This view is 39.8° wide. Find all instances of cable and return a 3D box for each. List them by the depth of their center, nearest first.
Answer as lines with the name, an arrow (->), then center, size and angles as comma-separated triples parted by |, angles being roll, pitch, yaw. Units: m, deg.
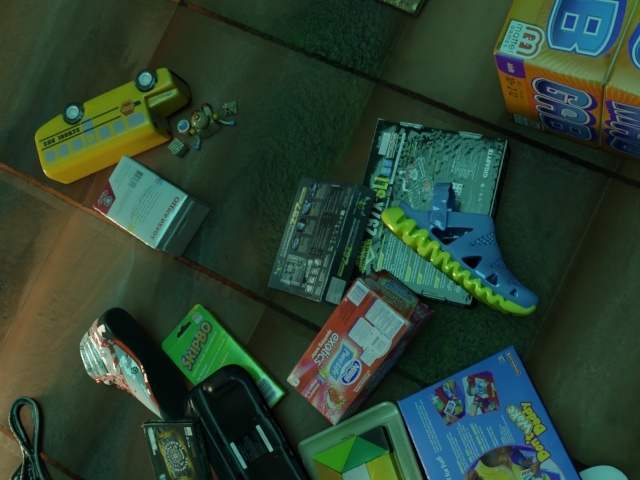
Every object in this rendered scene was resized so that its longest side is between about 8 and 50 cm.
cable -> -0.601, 0.468, 1.819 | 0.139, 0.072, 0.287 | 1, 80, 11

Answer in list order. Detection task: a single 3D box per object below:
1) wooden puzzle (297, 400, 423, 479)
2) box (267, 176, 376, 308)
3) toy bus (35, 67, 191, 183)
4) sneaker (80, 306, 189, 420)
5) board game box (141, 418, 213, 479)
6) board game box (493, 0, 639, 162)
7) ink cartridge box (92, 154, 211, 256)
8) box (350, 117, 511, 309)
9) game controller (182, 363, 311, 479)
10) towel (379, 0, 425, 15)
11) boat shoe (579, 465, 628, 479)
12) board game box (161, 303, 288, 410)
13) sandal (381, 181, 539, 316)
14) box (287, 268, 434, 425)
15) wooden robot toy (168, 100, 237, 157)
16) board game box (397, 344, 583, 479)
wooden puzzle -> 0.077, 0.441, 1.603 | 0.221, 0.044, 0.239 | -30, 65, 20
box -> 0.000, 0.000, 1.684 | 0.183, 0.059, 0.233 | 11, 81, 53
toy bus -> -0.436, -0.245, 1.880 | 0.332, 0.108, 0.130 | -21, 75, 12
sneaker -> -0.377, 0.272, 1.782 | 0.145, 0.090, 0.270 | -38, 89, 40
board game box -> -0.269, 0.435, 1.702 | 0.126, 0.026, 0.186 | -7, 100, 29
board game box -> 0.534, -0.360, 1.479 | 0.356, 0.356, 0.357 | 22, 87, 19
ink cartridge box -> -0.341, -0.068, 1.809 | 0.176, 0.127, 0.128 | 33, 91, 19
box -> 0.200, -0.053, 1.672 | 0.257, 0.079, 0.322 | 11, 83, 20
game controller -> -0.137, 0.396, 1.674 | 0.166, 0.067, 0.319 | -35, 78, 14
towel -> 0.172, -0.669, 1.816 | 0.271, 0.040, 0.370 | 28, 91, 20
boat shoe -> 0.417, 0.515, 1.492 | 0.108, 0.102, 0.301 | 32, 80, 38
board game box -> -0.194, 0.255, 1.754 | 0.259, 0.039, 0.124 | 44, 96, 16
sandal -> 0.258, 0.008, 1.543 | 0.317, 0.126, 0.138 | 41, 90, 18
box -> 0.072, 0.192, 1.603 | 0.128, 0.122, 0.257 | 41, 113, 19
wooden robot toy -> -0.255, -0.249, 1.843 | 0.173, 0.079, 0.076 | -33, 73, 8
board game box -> 0.303, 0.385, 1.504 | 0.233, 0.078, 0.347 | -28, 55, 10
